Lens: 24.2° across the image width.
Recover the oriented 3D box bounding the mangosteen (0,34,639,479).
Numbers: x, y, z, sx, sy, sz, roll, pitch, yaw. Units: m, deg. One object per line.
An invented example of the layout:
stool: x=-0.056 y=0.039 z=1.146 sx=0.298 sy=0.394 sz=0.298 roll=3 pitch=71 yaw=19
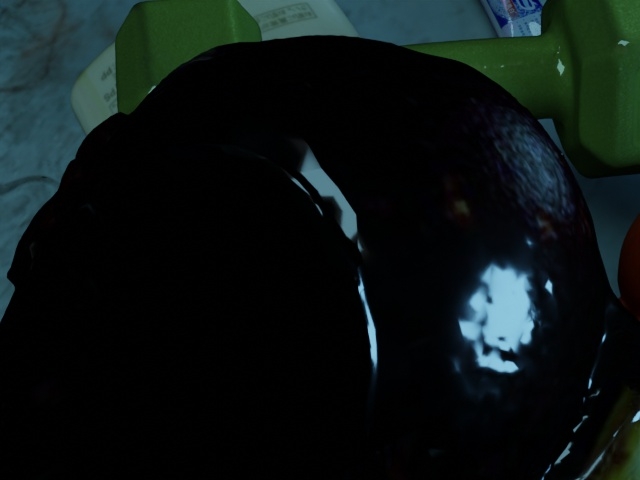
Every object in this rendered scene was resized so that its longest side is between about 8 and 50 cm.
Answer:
mangosteen: x=0.007 y=0.060 z=0.599 sx=0.287 sy=0.233 sz=0.288 roll=-1 pitch=87 yaw=20

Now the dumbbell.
dumbbell: x=0.049 y=-0.077 z=0.759 sx=0.302 sy=0.121 sz=0.108 roll=-6 pitch=26 yaw=-6

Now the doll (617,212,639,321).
doll: x=0.252 y=0.005 z=0.730 sx=0.290 sy=0.130 sz=0.161 roll=-27 pitch=56 yaw=15

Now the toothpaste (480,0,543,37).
toothpaste: x=0.110 y=-0.156 z=0.917 sx=0.045 sy=0.028 sz=0.170 roll=-21 pitch=60 yaw=-6

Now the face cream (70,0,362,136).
face cream: x=0.000 y=0.000 z=0.823 sx=0.173 sy=0.081 sz=0.348 roll=-29 pitch=59 yaw=-7
